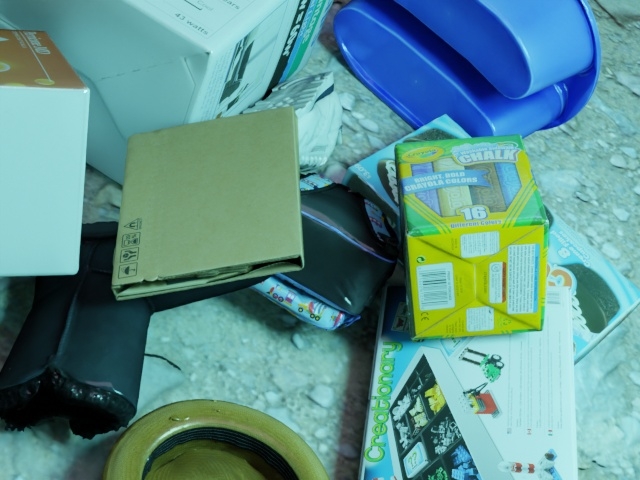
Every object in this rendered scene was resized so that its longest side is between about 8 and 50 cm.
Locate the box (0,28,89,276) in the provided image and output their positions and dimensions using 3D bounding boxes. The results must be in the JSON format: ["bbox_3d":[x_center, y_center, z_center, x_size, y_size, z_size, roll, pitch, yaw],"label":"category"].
[{"bbox_3d":[-0.388,-0.082,0.920,0.345,0.168,0.215,-1,23,-24],"label":"box"}]

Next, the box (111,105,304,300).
[{"bbox_3d":[-0.098,-0.038,0.981,0.165,0.021,0.201,-10,44,5],"label":"box"}]

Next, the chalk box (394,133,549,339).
[{"bbox_3d":[0.145,-0.019,1.101,0.132,0.132,0.213,-4,35,4],"label":"chalk box"}]

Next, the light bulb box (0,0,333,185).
[{"bbox_3d":[-0.199,-0.289,1.217,0.358,0.225,0.361,33,44,6],"label":"light bulb box"}]

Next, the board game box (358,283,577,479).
[{"bbox_3d":[0.141,0.166,1.038,0.193,0.053,0.305,1,45,11],"label":"board game box"}]

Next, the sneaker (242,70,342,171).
[{"bbox_3d":[-0.028,-0.113,1.206,0.090,0.094,0.235,-4,21,26],"label":"sneaker"}]

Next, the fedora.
[{"bbox_3d":[-0.087,0.223,0.913,0.194,0.079,0.194,9,46,-10],"label":"fedora"}]

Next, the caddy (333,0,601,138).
[{"bbox_3d":[0.183,-0.265,1.373,0.341,0.241,0.179,44,53,15],"label":"caddy"}]

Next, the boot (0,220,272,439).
[{"bbox_3d":[-0.152,0.073,0.969,0.247,0.094,0.207,-4,46,7],"label":"boot"}]

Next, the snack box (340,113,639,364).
[{"bbox_3d":[0.191,0.007,1.254,0.322,0.060,0.187,45,48,16],"label":"snack box"}]

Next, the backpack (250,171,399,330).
[{"bbox_3d":[0.000,0.000,1.130,0.158,0.116,0.173,29,15,0],"label":"backpack"}]
